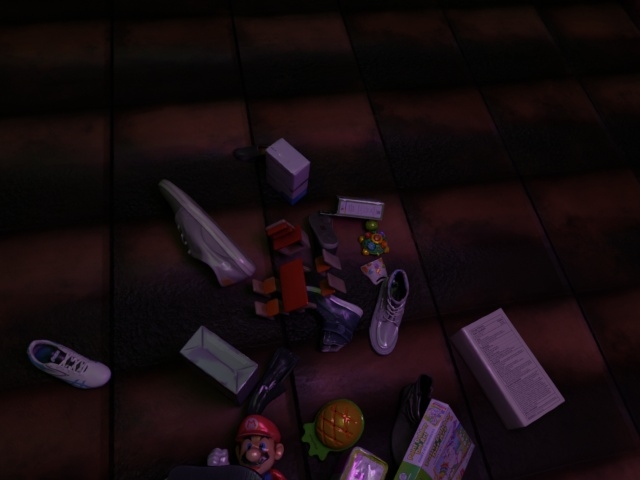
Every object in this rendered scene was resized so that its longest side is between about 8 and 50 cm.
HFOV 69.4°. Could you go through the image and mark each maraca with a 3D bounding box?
[{"bbox_3d":[0.034,0.514,1.261,0.186,0.099,0.127,-36,61,4],"label":"maraca"}]

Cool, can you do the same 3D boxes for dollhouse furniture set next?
[{"bbox_3d":[-0.087,0.083,1.372,0.262,0.135,0.259,-23,59,22],"label":"dollhouse furniture set"}]

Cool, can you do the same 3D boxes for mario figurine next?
[{"bbox_3d":[-0.165,0.601,1.142,0.198,0.170,0.320,11,65,-35],"label":"mario figurine"}]

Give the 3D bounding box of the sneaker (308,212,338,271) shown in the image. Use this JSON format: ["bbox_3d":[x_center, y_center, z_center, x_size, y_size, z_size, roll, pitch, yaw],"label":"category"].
[{"bbox_3d":[0.000,0.000,1.537,0.083,0.118,0.222,2,33,-11],"label":"sneaker"}]

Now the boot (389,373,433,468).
[{"bbox_3d":[0.252,0.495,1.257,0.084,0.161,0.246,11,62,-1],"label":"boot"}]

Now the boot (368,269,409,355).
[{"bbox_3d":[0.212,0.214,1.419,0.095,0.123,0.258,11,62,-1],"label":"boot"}]

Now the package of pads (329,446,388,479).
[{"bbox_3d":[0.048,0.657,1.111,0.101,0.229,0.296,27,63,7],"label":"package of pads"}]

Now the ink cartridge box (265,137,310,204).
[{"bbox_3d":[-0.114,-0.231,1.572,0.140,0.190,0.082,43,66,14],"label":"ink cartridge box"}]

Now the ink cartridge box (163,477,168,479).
[{"bbox_3d":[-0.349,0.700,1.116,0.160,0.092,0.219,-28,68,-20],"label":"ink cartridge box"}]

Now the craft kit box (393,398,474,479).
[{"bbox_3d":[0.295,0.579,1.188,0.061,0.246,0.249,5,51,46],"label":"craft kit box"}]

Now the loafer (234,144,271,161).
[{"bbox_3d":[-0.228,-0.326,1.680,0.170,0.061,0.062,-1,64,-7],"label":"loafer"}]

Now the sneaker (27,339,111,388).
[{"bbox_3d":[-0.692,0.340,1.266,0.237,0.086,0.085,20,61,2],"label":"sneaker"}]

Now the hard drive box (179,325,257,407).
[{"bbox_3d":[-0.261,0.342,1.234,0.181,0.232,0.089,33,64,11],"label":"hard drive box"}]

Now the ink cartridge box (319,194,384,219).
[{"bbox_3d":[0.104,-0.116,1.580,0.210,0.109,0.062,5,101,-4],"label":"ink cartridge box"}]

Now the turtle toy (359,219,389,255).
[{"bbox_3d":[0.182,-0.009,1.564,0.095,0.066,0.130,-7,64,-11],"label":"turtle toy"}]

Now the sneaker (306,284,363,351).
[{"bbox_3d":[-0.001,0.240,1.402,0.226,0.086,0.163,23,61,6],"label":"sneaker"}]

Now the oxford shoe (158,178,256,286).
[{"bbox_3d":[-0.388,-0.025,1.461,0.130,0.169,0.449,-44,74,-1],"label":"oxford shoe"}]

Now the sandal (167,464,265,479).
[{"bbox_3d":[-0.237,0.576,1.097,0.255,0.054,0.097,4,69,15],"label":"sandal"}]

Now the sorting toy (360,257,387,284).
[{"bbox_3d":[0.188,0.103,1.528,0.083,0.045,0.075,-23,87,-17],"label":"sorting toy"}]

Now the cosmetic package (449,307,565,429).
[{"bbox_3d":[0.549,0.381,1.382,0.160,0.113,0.309,-22,67,-17],"label":"cosmetic package"}]

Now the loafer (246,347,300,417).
[{"bbox_3d":[-0.133,0.409,1.303,0.078,0.076,0.223,22,58,13],"label":"loafer"}]
